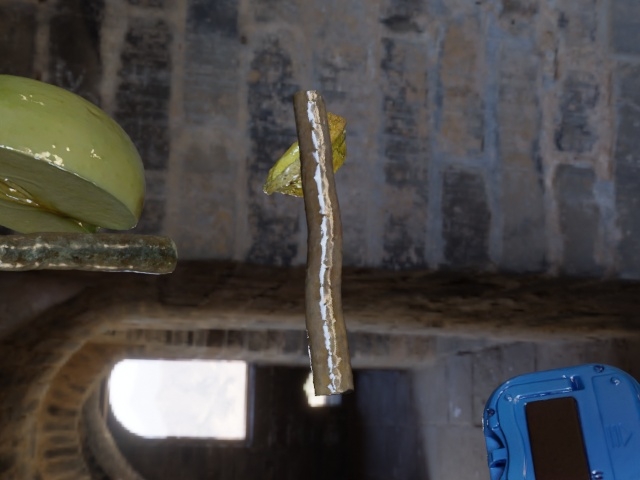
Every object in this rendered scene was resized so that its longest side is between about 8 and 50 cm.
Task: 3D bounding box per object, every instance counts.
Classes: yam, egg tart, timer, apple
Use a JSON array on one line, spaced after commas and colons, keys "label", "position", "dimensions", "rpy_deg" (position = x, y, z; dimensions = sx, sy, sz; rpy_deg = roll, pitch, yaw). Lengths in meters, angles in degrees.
[{"label": "yam", "position": [-0.326, 0.017, 1.179], "dimensions": [0.061, 0.274, 0.061], "rpy_deg": [-3, 86, 50]}, {"label": "egg tart", "position": [-0.019, -0.149, 1.580], "dimensions": [0.212, 0.090, 0.212], "rpy_deg": [-42, 11, 10]}, {"label": "timer", "position": [0.464, 0.392, 1.555], "dimensions": [0.115, 0.309, 0.340], "rpy_deg": [58, -155, -49]}, {"label": "apple", "position": [-0.474, -0.108, 1.323], "dimensions": [0.320, 0.360, 0.311], "rpy_deg": [-51, 33, 17]}, {"label": "yam", "position": [0.000, 0.000, 0.899], "dimensions": [0.045, 0.045, 0.326], "rpy_deg": [-18, 74, 51]}]
